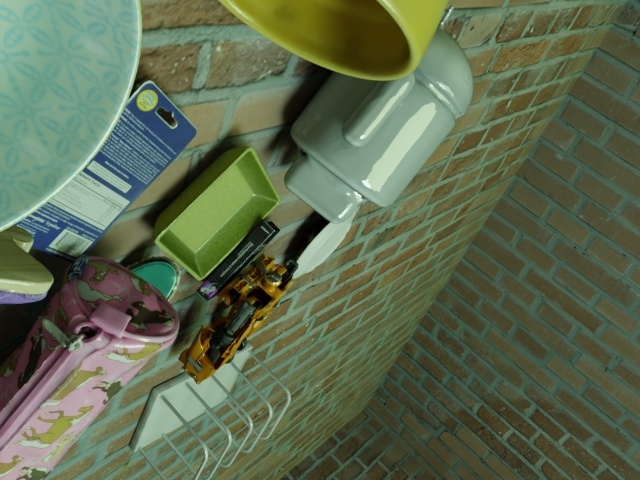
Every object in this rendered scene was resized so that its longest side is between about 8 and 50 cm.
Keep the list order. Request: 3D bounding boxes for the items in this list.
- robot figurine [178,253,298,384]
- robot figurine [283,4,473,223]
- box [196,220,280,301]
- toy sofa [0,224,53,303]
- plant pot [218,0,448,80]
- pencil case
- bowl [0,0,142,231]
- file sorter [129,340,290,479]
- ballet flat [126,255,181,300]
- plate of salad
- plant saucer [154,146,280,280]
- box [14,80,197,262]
[{"bbox_3d":[-0.147,0.134,1.137,0.211,0.085,0.291,-45,174,-47],"label":"robot figurine"},{"bbox_3d":[0.093,-0.193,0.989,0.353,0.200,0.300,-52,-178,7],"label":"robot figurine"},{"bbox_3d":[-0.136,0.032,1.093,0.162,0.029,0.116,-47,180,3],"label":"box"},{"bbox_3d":[-0.398,0.038,0.460,0.150,0.177,0.363,-55,159,15],"label":"toy sofa"},{"bbox_3d":[0.032,-0.323,0.624,0.238,0.254,0.254,-63,159,-4],"label":"plant pot"},{"bbox_3d":[-0.349,0.198,0.807,0.386,0.160,0.167,-47,138,13],"label":"pencil case"},{"bbox_3d":[-0.279,-0.141,0.413,0.289,0.156,0.289,-40,157,-21],"label":"bowl"},{"bbox_3d":[-0.225,0.383,1.382,0.278,0.173,0.192,-21,145,-52],"label":"file sorter"},{"bbox_3d":[-0.297,0.110,0.937,0.241,0.091,0.077,-45,-171,1],"label":"ballet flat"},{"bbox_3d":[0.000,0.000,1.347,0.200,0.048,0.200,-45,169,-11],"label":"plate of salad"},{"bbox_3d":[-0.158,-0.045,0.965,0.188,0.045,0.188,-46,159,-9],"label":"plant saucer"},{"bbox_3d":[-0.250,-0.080,0.737,0.225,0.036,0.136,-46,159,-2],"label":"box"}]
